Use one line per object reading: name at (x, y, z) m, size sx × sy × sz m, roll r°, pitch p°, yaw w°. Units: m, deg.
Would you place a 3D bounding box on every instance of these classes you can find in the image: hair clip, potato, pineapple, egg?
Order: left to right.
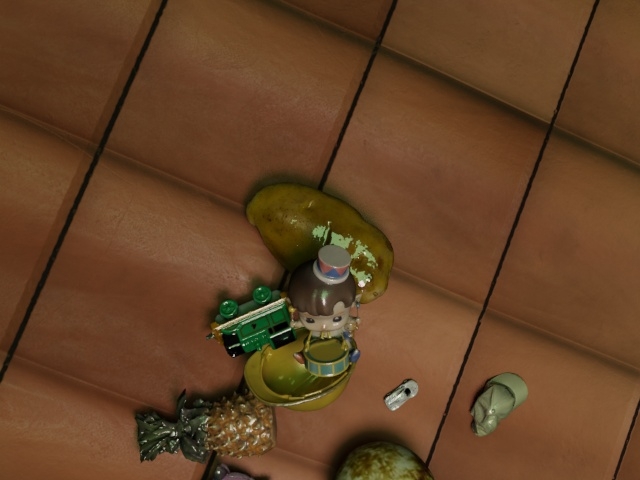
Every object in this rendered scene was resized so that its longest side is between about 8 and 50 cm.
pineapple at (-0.254, 0.408, 1.251) m, size 0.309 × 0.141 × 0.170 m, roll -6°, pitch 97°, yaw -3°
hair clip at (-0.190, 0.584, 1.276) m, size 0.187 × 0.056 × 0.146 m, roll 35°, pitch 107°, yaw -15°
potato at (0.000, 0.000, 1.295) m, size 0.369 × 0.195 × 0.176 m, roll 36°, pitch 39°, yaw 0°
egg at (0.149, 0.590, 1.256) m, size 0.238 × 0.238 × 0.290 m, roll -26°, pitch 103°, yaw -9°

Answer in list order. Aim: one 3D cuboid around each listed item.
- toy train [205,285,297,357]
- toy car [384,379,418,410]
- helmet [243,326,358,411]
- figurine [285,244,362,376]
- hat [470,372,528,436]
toy train at (-0.142, 0.189, 1.262) m, size 0.227 × 0.091 × 0.136 m, roll -24°, pitch 56°, yaw -10°
toy car at (0.198, 0.374, 1.375) m, size 0.093 × 0.025 × 0.041 m, roll -35°, pitch 95°, yaw -8°
helmet at (-0.033, 0.310, 1.272) m, size 0.257 × 0.205 × 0.140 m, roll -25°, pitch 132°, yaw -18°
figurine at (0.008, 0.138, 1.166) m, size 0.161 × 0.158 × 0.276 m, roll -7°, pitch 114°, yaw 2°
hat at (0.447, 0.406, 1.395) m, size 0.166 × 0.081 × 0.122 m, roll -19°, pitch 94°, yaw -19°
